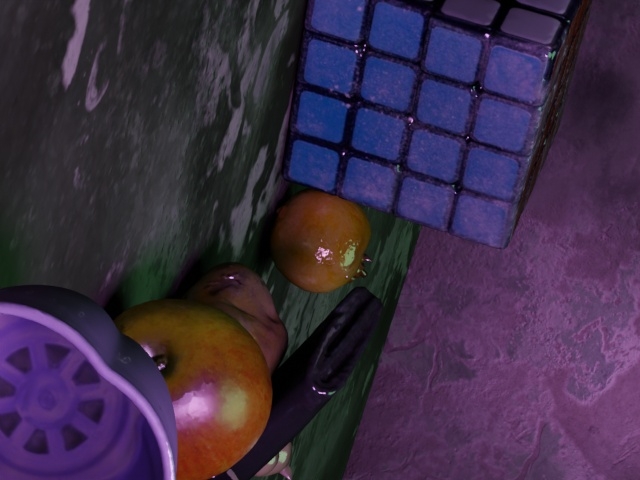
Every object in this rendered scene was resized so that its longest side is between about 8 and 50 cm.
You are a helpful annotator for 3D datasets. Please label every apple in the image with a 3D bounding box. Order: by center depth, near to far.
[{"bbox_3d":[-0.149,0.151,1.644,0.196,0.196,0.196,18,90,-79],"label":"apple"}]

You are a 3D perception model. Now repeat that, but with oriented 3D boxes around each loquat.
[{"bbox_3d":[0.000,0.000,2.266,0.137,0.163,0.163,-36,-157,51],"label":"loquat"}]

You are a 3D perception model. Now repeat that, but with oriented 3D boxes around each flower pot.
[{"bbox_3d":[-0.221,0.152,1.172,0.243,0.265,0.265,-70,176,-82],"label":"flower pot"}]

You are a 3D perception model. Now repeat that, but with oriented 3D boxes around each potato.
[{"bbox_3d":[-0.118,0.122,1.901,0.154,0.137,0.200,52,33,-21],"label":"potato"}]

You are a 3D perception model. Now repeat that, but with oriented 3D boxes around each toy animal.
[{"bbox_3d":[-0.087,0.341,2.540,0.150,0.089,0.083,0,111,-69],"label":"toy animal"}]

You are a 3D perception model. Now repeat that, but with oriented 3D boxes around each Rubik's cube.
[{"bbox_3d":[0.171,-0.246,2.209,0.343,0.337,0.344,-59,162,-51],"label":"Rubik's cube"}]

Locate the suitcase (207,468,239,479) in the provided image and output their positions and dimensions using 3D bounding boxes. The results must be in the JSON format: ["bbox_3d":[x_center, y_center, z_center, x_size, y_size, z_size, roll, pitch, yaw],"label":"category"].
[{"bbox_3d":[-0.134,0.423,1.773,0.194,0.351,0.339,-22,143,-19],"label":"suitcase"}]

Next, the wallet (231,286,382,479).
[{"bbox_3d":[-0.084,0.232,1.986,0.406,0.062,0.228,-46,-174,33],"label":"wallet"}]
